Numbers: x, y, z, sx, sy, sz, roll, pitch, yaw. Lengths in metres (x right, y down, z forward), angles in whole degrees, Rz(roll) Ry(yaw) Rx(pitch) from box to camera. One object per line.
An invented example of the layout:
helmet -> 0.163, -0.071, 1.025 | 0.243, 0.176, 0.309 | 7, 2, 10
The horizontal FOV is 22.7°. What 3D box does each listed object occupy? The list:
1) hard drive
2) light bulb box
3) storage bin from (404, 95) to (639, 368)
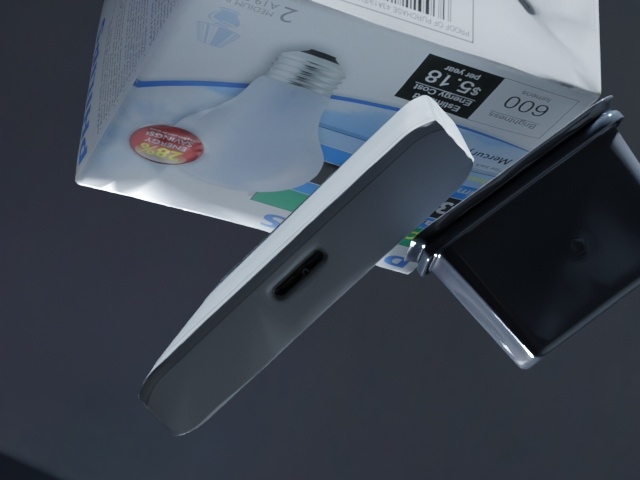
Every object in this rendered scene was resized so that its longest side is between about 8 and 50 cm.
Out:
hard drive -> 0.000, 0.000, 1.062 | 0.233, 0.047, 0.353 | -43, 3, 7
light bulb box -> 0.006, -0.176, 1.424 | 0.361, 0.358, 0.225 | 132, 148, -54
storage bin -> 0.126, 0.004, 0.861 | 0.135, 0.091, 0.098 | -34, -9, -9
